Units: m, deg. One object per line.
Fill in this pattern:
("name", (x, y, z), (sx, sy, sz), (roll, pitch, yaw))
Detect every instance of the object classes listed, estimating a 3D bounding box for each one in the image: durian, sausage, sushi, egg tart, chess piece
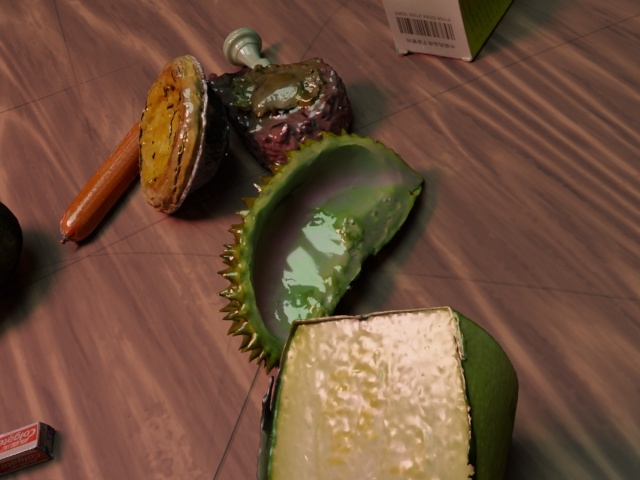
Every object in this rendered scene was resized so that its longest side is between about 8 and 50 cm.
("durian", (-0.010, 0.001, 1.083), (0.169, 0.158, 0.356), (20, 60, 18))
("sausage", (-0.299, -0.129, 1.407), (0.053, 0.053, 0.348), (14, 58, 35))
("sushi", (-0.054, -0.206, 1.323), (0.161, 0.108, 0.241), (-32, 44, -9))
("egg tart", (-0.195, -0.150, 1.302), (0.094, 0.234, 0.234), (8, 38, -26))
("chess piece", (-0.110, -0.292, 1.460), (0.067, 0.067, 0.103), (-32, 54, -4))

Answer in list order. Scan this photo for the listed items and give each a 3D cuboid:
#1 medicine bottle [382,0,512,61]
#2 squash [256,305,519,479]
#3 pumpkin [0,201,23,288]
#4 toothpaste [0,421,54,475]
("medicine bottle", (0.209, -0.401, 1.344), (0.137, 0.141, 0.250), (17, 60, 32))
("squash", (0.041, 0.246, 0.797), (0.233, 0.210, 0.309), (-7, 43, 36))
("pumpkin", (-0.535, 0.031, 1.309), (0.223, 0.157, 0.224), (-28, 32, 19))
("toothpaste", (-0.427, 0.275, 1.120), (0.196, 0.040, 0.047), (-19, 47, 9))
